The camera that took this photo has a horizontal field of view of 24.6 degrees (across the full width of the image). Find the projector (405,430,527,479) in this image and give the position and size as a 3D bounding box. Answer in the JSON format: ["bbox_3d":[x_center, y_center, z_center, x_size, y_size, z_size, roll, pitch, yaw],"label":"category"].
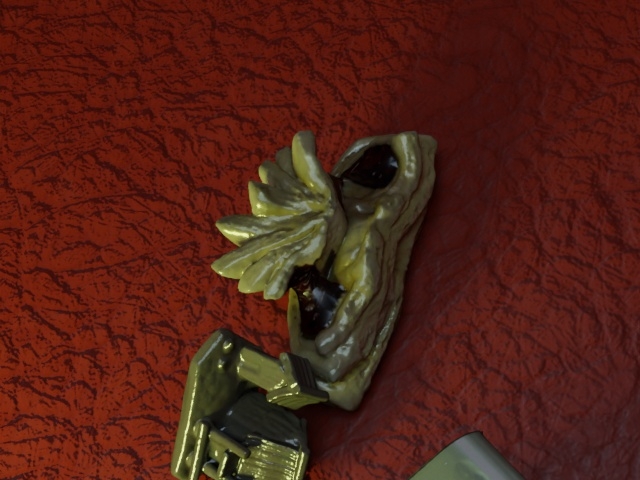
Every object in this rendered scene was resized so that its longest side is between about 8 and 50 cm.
[{"bbox_3d":[0.192,0.415,1.765,0.249,0.248,0.249,-41,61,-7],"label":"projector"}]

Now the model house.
[{"bbox_3d":[-0.085,0.248,1.976,0.188,0.122,0.229,23,107,30],"label":"model house"}]

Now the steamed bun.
[{"bbox_3d":[0.000,0.000,2.074,0.247,0.189,0.427,10,67,28],"label":"steamed bun"}]
